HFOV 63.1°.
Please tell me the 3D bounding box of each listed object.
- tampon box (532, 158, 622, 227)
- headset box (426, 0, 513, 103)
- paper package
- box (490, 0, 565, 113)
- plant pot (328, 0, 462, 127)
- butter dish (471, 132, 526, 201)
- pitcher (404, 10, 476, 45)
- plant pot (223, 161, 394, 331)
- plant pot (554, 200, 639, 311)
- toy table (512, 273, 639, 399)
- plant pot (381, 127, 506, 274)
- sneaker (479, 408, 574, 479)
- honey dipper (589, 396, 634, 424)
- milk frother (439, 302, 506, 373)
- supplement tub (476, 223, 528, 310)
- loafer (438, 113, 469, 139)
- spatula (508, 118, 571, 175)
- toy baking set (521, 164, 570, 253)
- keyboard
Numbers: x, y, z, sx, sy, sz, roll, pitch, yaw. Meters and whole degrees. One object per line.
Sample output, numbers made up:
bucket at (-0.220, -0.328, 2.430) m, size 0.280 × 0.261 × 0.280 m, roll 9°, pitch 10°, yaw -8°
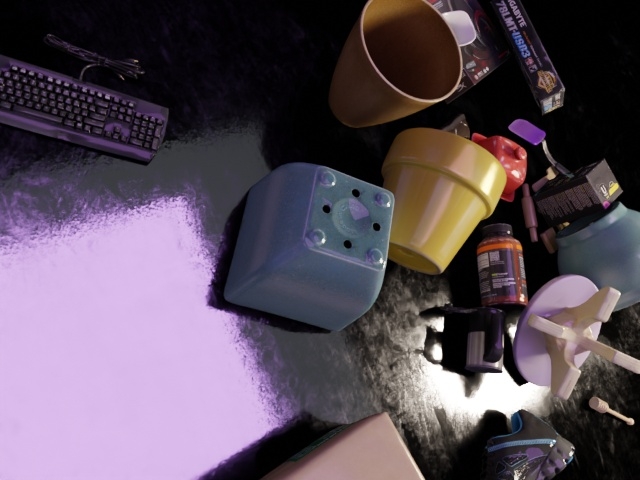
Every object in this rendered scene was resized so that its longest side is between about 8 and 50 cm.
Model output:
tampon box at (0.666, -0.121, 1.355) m, size 0.120 × 0.161 × 0.101 m, roll -33°, pitch 94°, yaw -34°
headset box at (0.339, -0.543, 1.369) m, size 0.218 × 0.110 × 0.293 m, roll -39°, pitch 96°, yaw -32°
paper package at (0.027, 0.490, 0.826) m, size 0.325 × 0.168 × 0.309 m, roll -23°, pitch 77°, yaw -31°
box at (0.574, -0.503, 1.428) m, size 0.295 × 0.073 × 0.293 m, roll -13°, pitch 78°, yaw -64°
plant pot at (0.124, -0.344, 1.105) m, size 0.237 × 0.254 × 0.237 m, roll 8°, pitch 73°, yaw -25°
butter dish at (0.473, -0.203, 1.334) m, size 0.160 × 0.118 × 0.159 m, roll 21°, pitch 67°, yaw -22°
pitcher at (0.230, -0.444, 1.223) m, size 0.178 × 0.207 × 0.125 m, roll -8°, pitch 79°, yaw -30°
plant pot at (0.000, 0.000, 0.927) m, size 0.248 × 0.252 × 0.247 m, roll 18°, pitch 67°, yaw -18°
plant pot at (0.719, 0.027, 1.303) m, size 0.293 × 0.293 × 0.196 m, roll -33°, pitch 87°, yaw -32°
toy table at (0.555, 0.215, 1.156) m, size 0.252 × 0.161 × 0.274 m, roll 13°, pitch 94°, yaw 0°
plant pot at (0.226, -0.068, 1.098) m, size 0.254 × 0.254 × 0.239 m, roll 30°, pitch 77°, yaw -17°
sneaker at (0.375, 0.499, 1.087) m, size 0.341 × 0.125 × 0.139 m, roll -32°, pitch 64°, yaw -29°
honey dipper at (0.755, 0.445, 1.341) m, size 0.161 × 0.030 × 0.030 m, roll 30°, pitch 63°, yaw -21°
milk frother at (0.335, 0.214, 1.156) m, size 0.143 × 0.129 × 0.134 m, roll 3°, pitch 67°, yaw 17°
supplement tub at (0.428, 0.063, 1.235) m, size 0.106 × 0.106 × 0.197 m, roll 10°, pitch 71°, yaw -26°
loafer at (0.307, -0.237, 1.276) m, size 0.220 × 0.080 × 0.078 m, roll -39°, pitch 95°, yaw -32°
spatula at (0.654, -0.234, 1.466) m, size 0.296 × 0.030 × 0.084 m, roll 48°, pitch 56°, yaw 3°
toy baking set at (0.625, -0.087, 1.437) m, size 0.197 × 0.030 × 0.256 m, roll 0°, pitch 75°, yaw -32°
keyboard at (-0.428, -0.267, 0.916) m, size 0.317 × 0.033 × 0.201 m, roll 14°, pitch 69°, yaw -25°
